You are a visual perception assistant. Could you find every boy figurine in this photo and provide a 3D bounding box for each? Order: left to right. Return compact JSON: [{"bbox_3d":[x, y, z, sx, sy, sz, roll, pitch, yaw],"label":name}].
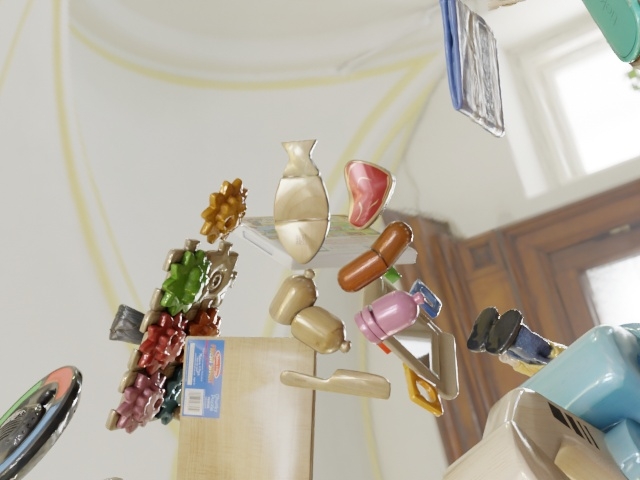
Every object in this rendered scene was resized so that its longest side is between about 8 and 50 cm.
[{"bbox_3d":[0.367,0.208,1.596,0.285,0.177,0.092,37,-107,-27],"label":"boy figurine"}]

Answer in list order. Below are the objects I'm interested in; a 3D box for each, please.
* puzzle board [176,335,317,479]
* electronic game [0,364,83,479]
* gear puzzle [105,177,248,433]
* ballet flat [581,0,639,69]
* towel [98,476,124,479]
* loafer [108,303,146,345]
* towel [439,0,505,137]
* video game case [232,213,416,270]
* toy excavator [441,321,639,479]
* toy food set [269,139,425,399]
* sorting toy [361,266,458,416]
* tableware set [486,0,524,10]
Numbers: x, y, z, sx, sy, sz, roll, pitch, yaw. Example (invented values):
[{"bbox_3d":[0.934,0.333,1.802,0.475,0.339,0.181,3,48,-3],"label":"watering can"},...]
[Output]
[{"bbox_3d":[-0.048,0.126,0.636,0.011,0.096,0.128,23,-113,-64],"label":"puzzle board"},{"bbox_3d":[-0.414,0.264,1.351,0.048,0.229,0.229,46,-146,-19],"label":"electronic game"},{"bbox_3d":[-0.150,0.084,1.221,0.175,0.044,0.338,5,-73,-65],"label":"gear puzzle"},{"bbox_3d":[0.190,-0.214,0.650,0.091,0.077,0.240,93,158,-67],"label":"ballet flat"},{"bbox_3d":[-0.312,0.433,1.170,0.187,0.049,0.282,2,-87,-56],"label":"towel"},{"bbox_3d":[-0.256,0.163,1.564,0.170,0.062,0.061,27,-97,-9],"label":"loafer"},{"bbox_3d":[0.263,-0.296,1.688,0.285,0.034,0.209,8,-104,-65],"label":"towel"},{"bbox_3d":[0.000,0.000,1.525,0.227,0.206,0.026,-3,-71,-32],"label":"video game case"},{"bbox_3d":[0.274,0.210,0.986,0.445,0.222,0.433,33,-154,-23],"label":"toy excavator"},{"bbox_3d":[0.014,0.013,0.482,0.019,0.078,0.122,-10,-74,-75],"label":"toy food set"},{"bbox_3d":[0.136,0.158,1.583,0.196,0.047,0.347,40,-155,-16],"label":"sorting toy"},{"bbox_3d":[0.238,-0.424,1.436,0.020,0.141,0.168,-33,-52,-74],"label":"tableware set"}]
